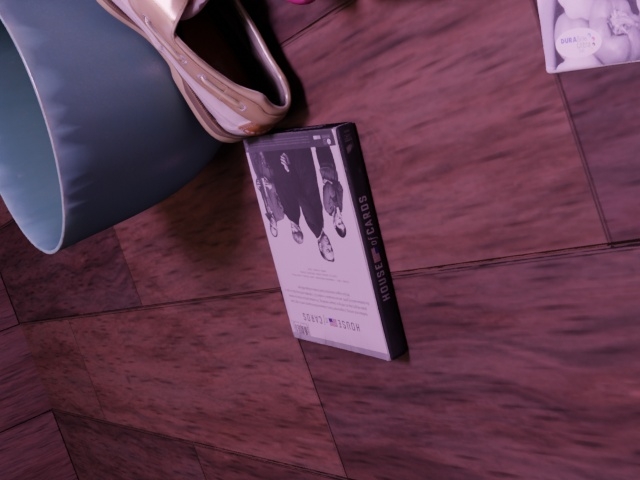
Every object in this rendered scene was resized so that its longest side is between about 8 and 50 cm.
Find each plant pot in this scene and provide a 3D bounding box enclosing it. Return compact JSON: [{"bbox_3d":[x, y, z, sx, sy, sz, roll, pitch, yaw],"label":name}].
[{"bbox_3d":[-0.246,-0.162,0.970,0.293,0.235,0.293,35,137,42],"label":"plant pot"}]

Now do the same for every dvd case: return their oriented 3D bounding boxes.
[{"bbox_3d":[0.000,0.000,0.891,0.179,0.029,0.239,5,113,56],"label":"dvd case"}]

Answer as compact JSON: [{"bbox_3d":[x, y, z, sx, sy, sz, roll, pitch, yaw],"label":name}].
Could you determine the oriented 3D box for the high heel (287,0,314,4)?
[{"bbox_3d":[-0.076,-0.273,0.787,0.244,0.082,0.117,54,146,22],"label":"high heel"}]

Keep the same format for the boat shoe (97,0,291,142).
[{"bbox_3d":[-0.132,-0.235,0.832,0.302,0.113,0.103,50,151,-20],"label":"boat shoe"}]

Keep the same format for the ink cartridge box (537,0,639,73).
[{"bbox_3d":[0.172,-0.187,0.373,0.206,0.045,0.208,9,112,60],"label":"ink cartridge box"}]
